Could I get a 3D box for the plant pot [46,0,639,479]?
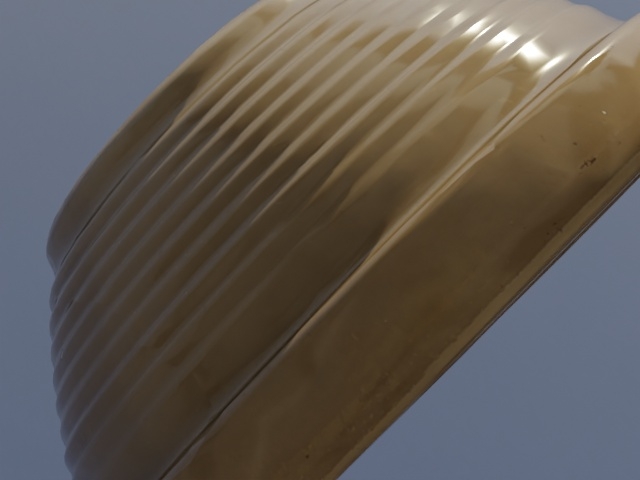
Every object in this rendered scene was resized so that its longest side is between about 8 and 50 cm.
[{"bbox_3d":[0.000,0.000,0.538,0.237,0.237,0.110,-44,-96,1],"label":"plant pot"}]
